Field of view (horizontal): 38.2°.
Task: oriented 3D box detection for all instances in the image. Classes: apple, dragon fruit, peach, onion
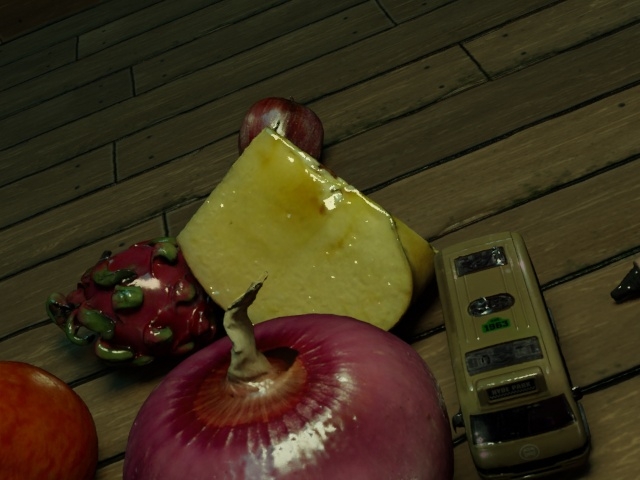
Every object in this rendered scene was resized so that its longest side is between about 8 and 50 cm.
[{"bbox_3d":[0.000,0.000,1.282,0.309,0.252,0.314,40,48,6],"label":"apple"},{"bbox_3d":[-0.265,0.097,1.372,0.273,0.198,0.218,-20,38,51],"label":"dragon fruit"},{"bbox_3d":[-0.416,0.268,1.157,0.281,0.238,0.281,4,34,-3],"label":"peach"},{"bbox_3d":[-0.044,0.208,0.991,0.358,0.345,0.358,-21,1,0],"label":"onion"},{"bbox_3d":[-0.076,-0.154,1.620,0.159,0.159,0.195,1,62,30],"label":"onion"}]

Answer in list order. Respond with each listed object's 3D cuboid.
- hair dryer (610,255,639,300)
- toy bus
[{"bbox_3d":[0.499,-0.035,1.134,0.344,0.189,0.107,-37,34,6],"label":"hair dryer"},{"bbox_3d":[0.213,0.126,1.070,0.139,0.157,0.289,-15,36,12],"label":"toy bus"}]
